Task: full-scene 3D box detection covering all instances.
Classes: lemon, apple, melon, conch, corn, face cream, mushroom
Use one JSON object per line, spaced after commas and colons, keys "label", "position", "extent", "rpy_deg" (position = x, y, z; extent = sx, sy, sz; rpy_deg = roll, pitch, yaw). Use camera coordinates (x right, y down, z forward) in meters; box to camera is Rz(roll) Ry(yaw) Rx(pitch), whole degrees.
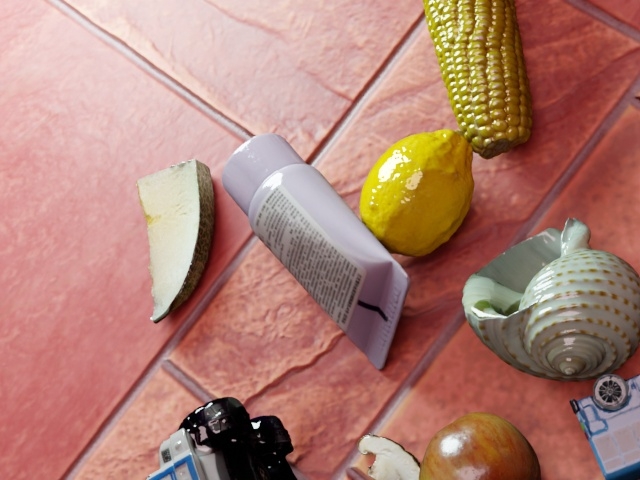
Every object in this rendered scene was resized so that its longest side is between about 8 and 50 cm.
{"label": "lemon", "position": [0.105, -0.052, 1.391], "extent": [0.114, 0.114, 0.155], "rpy_deg": [36, 99, 26]}
{"label": "apple", "position": [0.152, 0.231, 1.278], "extent": [0.126, 0.126, 0.102], "rpy_deg": [-44, 48, 1]}
{"label": "melon", "position": [-0.164, 0.001, 1.506], "extent": [0.098, 0.054, 0.182], "rpy_deg": [-17, 67, 20]}
{"label": "conch", "position": [0.243, 0.070, 1.296], "extent": [0.172, 0.200, 0.131], "rpy_deg": [-23, 104, 28]}
{"label": "corn", "position": [0.167, -0.236, 1.442], "extent": [0.106, 0.106, 0.305], "rpy_deg": [-13, 71, 15]}
{"label": "face cream", "position": [0.000, 0.000, 1.413], "extent": [0.096, 0.154, 0.274], "rpy_deg": [-20, 55, -32]}
{"label": "mushroom", "position": [0.077, 0.237, 1.358], "extent": [0.049, 0.019, 0.101], "rpy_deg": [-46, 62, -1]}

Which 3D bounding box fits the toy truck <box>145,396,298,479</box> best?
{"label": "toy truck", "position": [-0.103, 0.270, 1.305], "extent": [0.177, 0.213, 0.161], "rpy_deg": [-30, 64, 13]}

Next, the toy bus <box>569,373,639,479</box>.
{"label": "toy bus", "position": [0.345, 0.162, 1.252], "extent": [0.184, 0.090, 0.106], "rpy_deg": [-25, 67, 12]}
